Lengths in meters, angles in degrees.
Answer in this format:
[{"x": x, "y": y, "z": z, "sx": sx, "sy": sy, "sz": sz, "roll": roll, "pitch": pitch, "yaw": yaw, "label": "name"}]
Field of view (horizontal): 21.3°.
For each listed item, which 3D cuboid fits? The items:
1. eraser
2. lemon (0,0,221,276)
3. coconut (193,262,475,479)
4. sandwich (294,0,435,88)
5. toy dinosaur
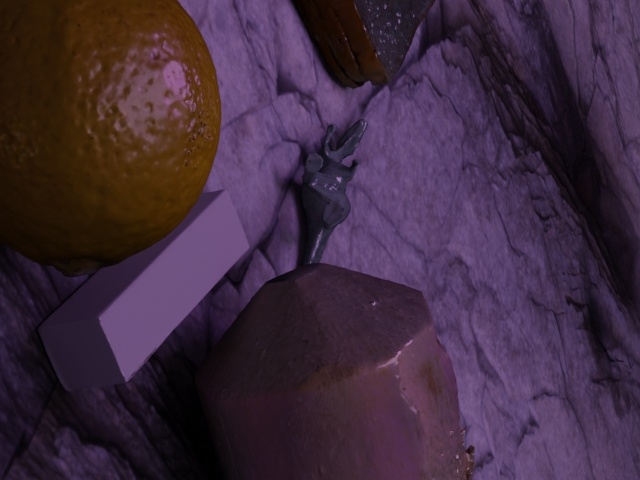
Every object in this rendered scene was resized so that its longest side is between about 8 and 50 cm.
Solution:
[{"x": -0.177, "y": 0.046, "z": 1.769, "sx": 0.298, "sy": 0.078, "sz": 0.076, "roll": -50, "pitch": 124, "yaw": -54, "label": "eraser"}, {"x": -0.223, "y": -0.117, "z": 1.547, "sx": 0.293, "sy": 0.293, "sz": 0.293, "roll": 28, "pitch": 57, "yaw": -55, "label": "lemon"}, {"x": 0.014, "y": 0.175, "z": 1.851, "sx": 0.297, "sy": 0.297, "sz": 0.309, "roll": -38, "pitch": 119, "yaw": -58, "label": "coconut"}, {"x": 0.044, "y": -0.384, "z": 2.285, "sx": 0.301, "sy": 0.099, "sz": 0.271, "roll": 60, "pitch": 34, "yaw": -33, "label": "sandwich"}, {"x": -0.004, "y": -0.026, "z": 2.101, "sx": 0.129, "sy": 0.076, "sz": 0.383, "roll": 82, "pitch": 24, "yaw": -53, "label": "toy dinosaur"}]
